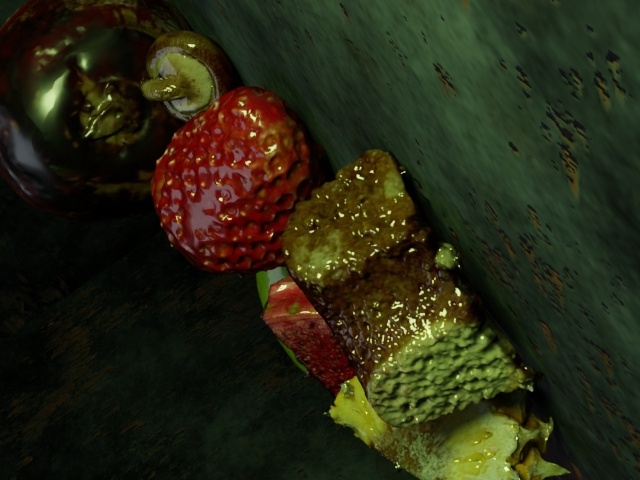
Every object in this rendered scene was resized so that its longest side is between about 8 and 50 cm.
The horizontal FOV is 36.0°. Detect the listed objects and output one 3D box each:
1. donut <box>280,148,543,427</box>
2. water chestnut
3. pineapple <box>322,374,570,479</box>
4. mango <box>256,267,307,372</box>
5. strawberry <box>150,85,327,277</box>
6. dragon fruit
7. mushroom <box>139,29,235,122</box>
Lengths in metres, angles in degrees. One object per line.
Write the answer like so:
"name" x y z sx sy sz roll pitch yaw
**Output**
"donut" 0.064 0.046 0.758 0.186 0.126 0.144 58 -179 -35
"water chestnut" -0.319 -0.195 1.379 0.302 0.350 0.350 11 140 56
"pineapple" 0.117 0.148 0.873 0.233 0.135 0.079 21 -179 44
"mango" -0.010 0.097 1.543 0.175 0.143 0.293 -9 115 40
"strawberry" -0.074 -0.076 1.056 0.205 0.205 0.244 53 153 14
"dragon fruit" 0.064 0.110 1.059 0.189 0.163 0.261 4 140 45
"mushroom" -0.162 -0.202 1.236 0.127 0.127 0.087 57 -142 -23
